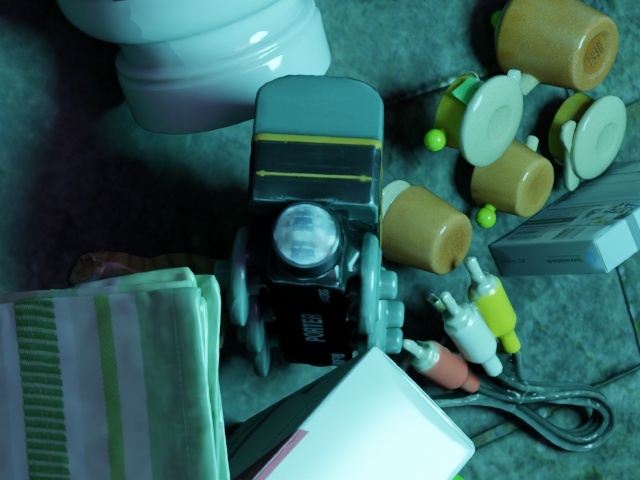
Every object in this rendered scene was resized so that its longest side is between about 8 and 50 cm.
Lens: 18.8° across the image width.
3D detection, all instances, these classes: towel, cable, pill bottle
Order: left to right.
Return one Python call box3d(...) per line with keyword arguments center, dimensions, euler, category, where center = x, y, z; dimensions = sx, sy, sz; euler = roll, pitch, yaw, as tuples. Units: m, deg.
box3d(center=(-0.209, 0.153, 1.398), dimensions=(0.038, 0.324, 0.248), euler=(-2, 87, -64), category="towel")
box3d(center=(-0.128, -0.302, 1.513), dimensions=(0.229, 0.229, 0.408), euler=(-34, 119, -32), category="pill bottle")
box3d(center=(0.172, 0.140, 1.799), dimensions=(0.139, 0.072, 0.287), euler=(-49, 121, -2), category="cable")

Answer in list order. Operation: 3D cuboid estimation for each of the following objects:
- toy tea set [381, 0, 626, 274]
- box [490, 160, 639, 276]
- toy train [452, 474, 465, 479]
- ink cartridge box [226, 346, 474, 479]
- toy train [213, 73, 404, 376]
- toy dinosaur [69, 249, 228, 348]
box3d(center=(0.153, -0.109, 1.813), dimensions=(0.336, 0.124, 0.200), euler=(-34, 135, -36), category="toy tea set")
box3d(center=(0.275, -0.024, 1.848), dimensions=(0.186, 0.145, 0.038), euler=(-34, 108, -33), category="box")
box3d(center=(0.051, 0.300, 1.690), dimensions=(0.143, 0.105, 0.248), euler=(37, 66, -23), category="toy train")
box3d(center=(-0.036, 0.220, 1.517), dimensions=(0.117, 0.283, 0.207), euler=(46, 61, -4), category="ink cartridge box")
box3d(center=(0.000, 0.000, 1.550), dimensions=(0.142, 0.334, 0.190), euler=(4, 74, 4), category="toy train")
box3d(center=(-0.103, 0.037, 1.625), dimensions=(0.211, 0.064, 0.112), euler=(-3, 86, -36), category="toy dinosaur")
